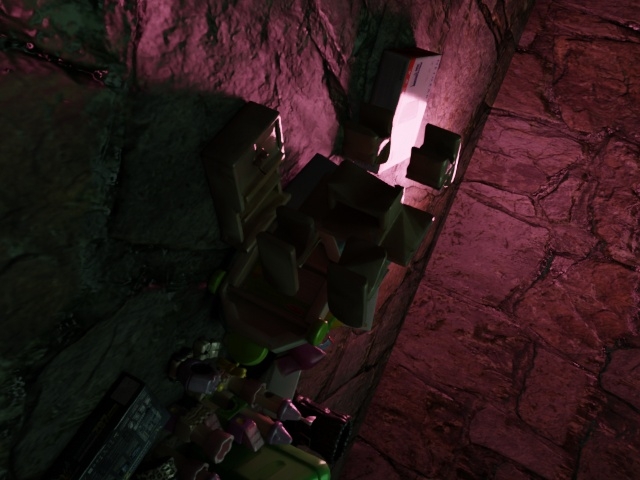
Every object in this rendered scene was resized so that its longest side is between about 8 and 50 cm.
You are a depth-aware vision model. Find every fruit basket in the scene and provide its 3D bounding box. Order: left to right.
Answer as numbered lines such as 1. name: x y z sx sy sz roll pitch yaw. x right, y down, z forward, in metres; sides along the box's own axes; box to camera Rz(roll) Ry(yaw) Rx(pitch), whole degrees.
1. fruit basket: -0.124 0.635 1.663 0.392 0.391 0.283 -7 107 -69

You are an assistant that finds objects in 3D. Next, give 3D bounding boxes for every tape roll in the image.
1. tape roll: -0.068 0.287 1.744 0.392 0.072 0.392 18 90 -89

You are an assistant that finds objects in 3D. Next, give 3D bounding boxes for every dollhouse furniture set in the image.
1. dollhouse furniture set: 0.003 -0.054 1.196 0.362 0.394 0.256 -55 159 -30

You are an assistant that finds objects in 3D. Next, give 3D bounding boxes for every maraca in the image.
1. maraca: 0.036 0.221 1.930 0.186 0.099 0.127 -59 -176 -21

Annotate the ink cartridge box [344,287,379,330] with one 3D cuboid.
1. ink cartridge box: 0.094 0.131 1.997 0.069 0.175 0.371 -75 173 -45

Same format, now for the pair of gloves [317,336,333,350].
1. pair of gloves: -0.038 0.334 2.035 0.159 0.023 0.198 -34 150 -5

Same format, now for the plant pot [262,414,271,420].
1. plant pot: -0.167 0.613 1.977 0.095 0.134 0.134 -39 155 -10

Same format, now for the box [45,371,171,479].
1. box: -0.384 0.382 1.189 0.233 0.059 0.183 -57 159 -27

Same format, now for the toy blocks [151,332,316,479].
1. toy blocks: -0.177 0.389 1.446 0.288 0.260 0.309 -29 139 -60

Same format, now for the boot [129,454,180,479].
1. boot: -0.377 0.572 1.376 0.085 0.236 0.179 -47 115 -80

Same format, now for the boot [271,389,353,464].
1. boot: -0.042 0.665 2.139 0.131 0.260 0.348 -44 151 -49

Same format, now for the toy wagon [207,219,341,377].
1. toy wagon: -0.100 0.120 1.325 0.344 0.267 0.068 -62 160 -11

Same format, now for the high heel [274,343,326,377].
1. high heel: -0.085 0.195 1.514 0.117 0.244 0.082 -25 178 2

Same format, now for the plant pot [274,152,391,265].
1. plant pot: 0.000 0.000 1.524 0.252 0.247 0.247 -42 152 -24

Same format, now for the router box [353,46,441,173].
1. router box: 0.230 -0.390 1.898 0.301 0.082 0.336 -33 142 -58

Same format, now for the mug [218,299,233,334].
1. mug: -0.161 0.142 1.422 0.097 0.129 0.158 32 47 -70
